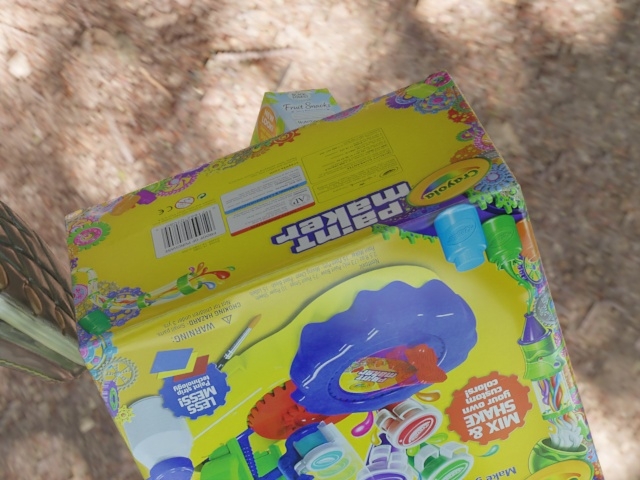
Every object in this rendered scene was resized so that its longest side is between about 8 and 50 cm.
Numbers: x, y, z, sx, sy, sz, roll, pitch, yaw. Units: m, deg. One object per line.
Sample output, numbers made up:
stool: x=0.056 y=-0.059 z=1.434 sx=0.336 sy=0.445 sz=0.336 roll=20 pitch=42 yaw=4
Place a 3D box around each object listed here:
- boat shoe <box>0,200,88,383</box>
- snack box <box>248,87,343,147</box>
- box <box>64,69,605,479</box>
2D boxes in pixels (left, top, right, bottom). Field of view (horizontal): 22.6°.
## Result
boat shoe: x=-0.323 y=0.016 z=1.212 sx=0.130 sy=0.132 sz=0.355 roll=-40 pitch=126 yaw=18
snack box: x=0.000 y=0.000 z=1.357 sx=0.070 sy=0.207 sz=0.174 roll=-7 pitch=135 yaw=-30
box: x=0.012 y=0.082 z=1.112 sx=0.290 sy=0.177 sz=0.279 roll=-21 pitch=122 yaw=0
